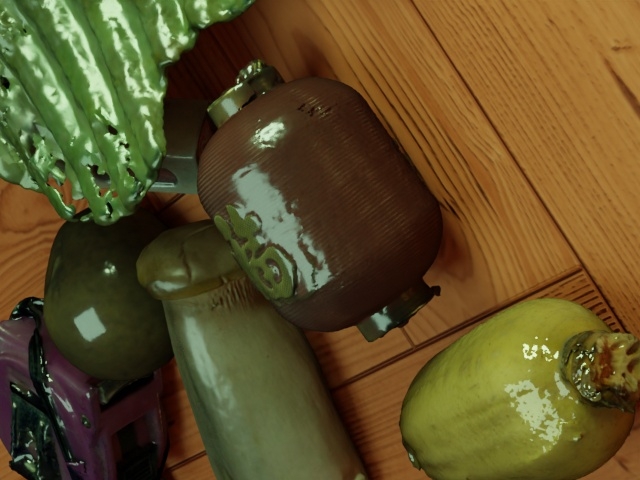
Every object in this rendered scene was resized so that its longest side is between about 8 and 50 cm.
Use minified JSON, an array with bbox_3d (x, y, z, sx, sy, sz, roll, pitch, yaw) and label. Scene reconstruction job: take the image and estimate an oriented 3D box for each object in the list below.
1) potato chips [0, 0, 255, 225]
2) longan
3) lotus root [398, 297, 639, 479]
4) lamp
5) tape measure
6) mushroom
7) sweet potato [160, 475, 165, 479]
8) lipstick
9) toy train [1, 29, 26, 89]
[{"bbox_3d":[-0.241,-0.221,1.477,0.389,0.097,0.373,34,109,18],"label":"potato chips"},{"bbox_3d":[-0.207,0.052,1.725,0.167,0.167,0.187,-35,70,54],"label":"longan"},{"bbox_3d":[0.168,0.131,1.373,0.146,0.131,0.303,58,146,0],"label":"lotus root"},{"bbox_3d":[-0.007,-0.031,1.416,0.258,0.180,0.180,54,144,2],"label":"lamp"},{"bbox_3d":[-0.286,0.188,1.921,0.231,0.149,0.245,21,130,38],"label":"tape measure"},{"bbox_3d":[-0.058,0.167,1.664,0.154,0.137,0.407,25,141,54],"label":"mushroom"},{"bbox_3d":[-0.186,0.367,2.024,0.065,0.051,0.218,9,123,43],"label":"sweet potato"},{"bbox_3d":[-0.223,-0.096,1.596,0.253,0.077,0.079,5,150,13],"label":"lipstick"},{"bbox_3d":[-0.359,-0.256,1.695,0.304,0.150,0.221,39,130,25],"label":"toy train"}]
